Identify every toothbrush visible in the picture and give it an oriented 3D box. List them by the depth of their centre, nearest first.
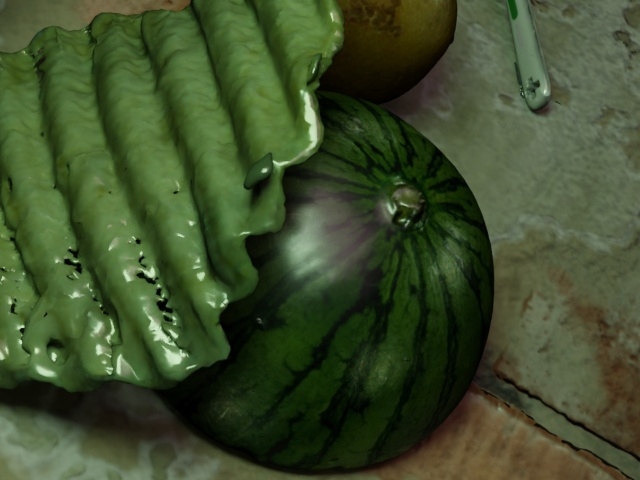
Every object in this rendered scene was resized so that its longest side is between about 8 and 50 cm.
[{"bbox_3d":[0.170,-0.315,1.786,0.040,0.042,0.418,6,62,-31],"label":"toothbrush"}]

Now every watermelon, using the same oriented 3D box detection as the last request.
[{"bbox_3d":[0.000,0.000,1.428,0.331,0.189,0.331,15,46,-16],"label":"watermelon"}]

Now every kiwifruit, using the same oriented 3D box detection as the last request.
[{"bbox_3d":[0.007,-0.208,1.563,0.234,0.196,0.196,11,54,-12],"label":"kiwifruit"}]

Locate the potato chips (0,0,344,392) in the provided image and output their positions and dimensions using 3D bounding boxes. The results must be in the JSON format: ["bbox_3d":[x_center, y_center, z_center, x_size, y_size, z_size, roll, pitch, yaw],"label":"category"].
[{"bbox_3d":[-0.134,-0.070,1.352,0.097,0.373,0.389,44,38,-43],"label":"potato chips"}]
